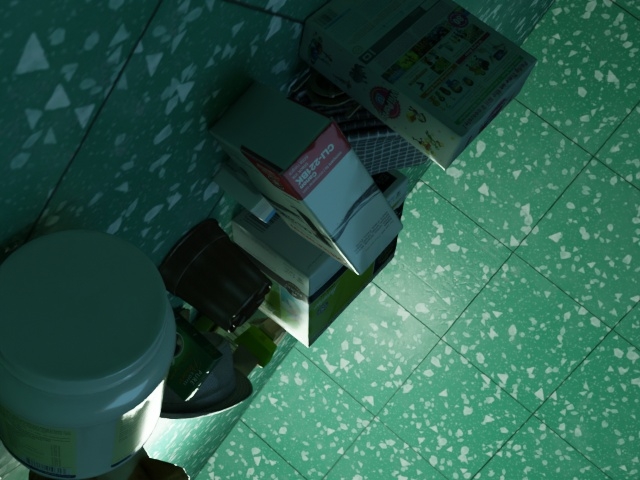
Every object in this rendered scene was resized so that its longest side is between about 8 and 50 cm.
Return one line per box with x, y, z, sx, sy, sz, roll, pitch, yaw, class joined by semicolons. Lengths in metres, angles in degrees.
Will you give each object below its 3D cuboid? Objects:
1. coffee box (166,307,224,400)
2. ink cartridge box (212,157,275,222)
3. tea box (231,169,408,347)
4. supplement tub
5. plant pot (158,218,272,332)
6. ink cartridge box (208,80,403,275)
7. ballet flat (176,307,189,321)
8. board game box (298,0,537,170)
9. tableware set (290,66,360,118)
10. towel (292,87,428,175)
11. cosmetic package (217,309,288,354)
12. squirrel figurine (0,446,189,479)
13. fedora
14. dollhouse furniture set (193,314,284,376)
-0.279;0.195;1.414;0.113;0.184;0.040;-54;168;19;coffee box
-0.114;-0.101;1.331;0.090;0.092;0.143;-51;170;-1;ink cartridge box
0.000;0.000;1.686;0.329;0.220;0.323;-44;157;-26;tea box
-0.313;0.155;0.996;0.235;0.235;0.324;-43;167;-35;supplement tub
-0.189;0.073;1.424;0.167;0.165;0.167;-48;169;-13;plant pot
-0.016;-0.092;1.180;0.114;0.197;0.273;-49;136;-8;ink cartridge box
-0.320;0.202;1.589;0.073;0.067;0.206;-57;168;29;ballet flat
0.153;-0.288;1.218;0.224;0.303;0.097;-45;167;-27;board game box
0.050;-0.299;1.282;0.194;0.128;0.039;-48;152;-23;tableware set
0.088;-0.199;1.423;0.284;0.121;0.235;-10;162;-2;towel
-0.209;0.275;2.139;0.153;0.129;0.296;-53;170;7;cosmetic package
-0.506;0.540;1.465;0.370;0.281;0.397;-32;157;-43;squirrel figurine
-0.283;0.274;1.664;0.276;0.244;0.124;-9;115;-30;fedora
-0.155;0.202;1.911;0.151;0.197;0.301;-52;173;30;dollhouse furniture set
